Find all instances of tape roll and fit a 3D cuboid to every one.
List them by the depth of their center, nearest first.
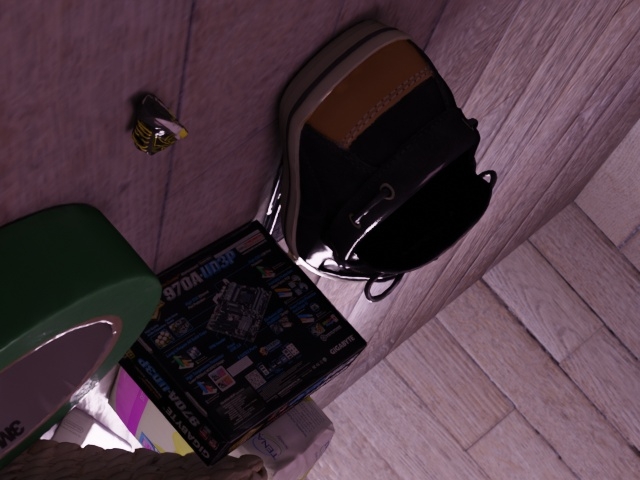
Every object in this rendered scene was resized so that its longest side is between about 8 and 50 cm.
[{"bbox_3d":[-0.264,0.108,1.132,0.321,0.077,0.321,-39,169,-9],"label":"tape roll"}]

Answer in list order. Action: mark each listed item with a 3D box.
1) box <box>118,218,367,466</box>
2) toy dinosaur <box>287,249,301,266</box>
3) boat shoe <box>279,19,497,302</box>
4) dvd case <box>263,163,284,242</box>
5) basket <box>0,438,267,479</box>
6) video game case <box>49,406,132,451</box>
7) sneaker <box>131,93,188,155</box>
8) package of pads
[{"bbox_3d":[-0.083,0.094,1.465,0.220,0.175,0.051,-32,165,-44],"label":"box"},{"bbox_3d":[0.000,0.000,1.669,0.183,0.053,0.092,-33,-176,19],"label":"toy dinosaur"},{"bbox_3d":[0.068,-0.038,1.439,0.187,0.156,0.500,-42,165,-9],"label":"boat shoe"},{"bbox_3d":[0.011,-0.076,1.556,0.164,0.018,0.221,-37,170,-19],"label":"dvd case"},{"bbox_3d":[-0.229,0.352,1.398,0.328,0.267,0.331,0,-174,24],"label":"basket"},{"bbox_3d":[-0.326,0.346,1.753,0.300,0.036,0.329,-60,174,-11],"label":"video game case"},{"bbox_3d":[-0.115,-0.075,1.045,0.035,0.031,0.083,-41,170,1],"label":"sneaker"},{"bbox_3d":[-0.112,0.192,1.620,0.101,0.229,0.296,-37,168,-25],"label":"package of pads"}]
